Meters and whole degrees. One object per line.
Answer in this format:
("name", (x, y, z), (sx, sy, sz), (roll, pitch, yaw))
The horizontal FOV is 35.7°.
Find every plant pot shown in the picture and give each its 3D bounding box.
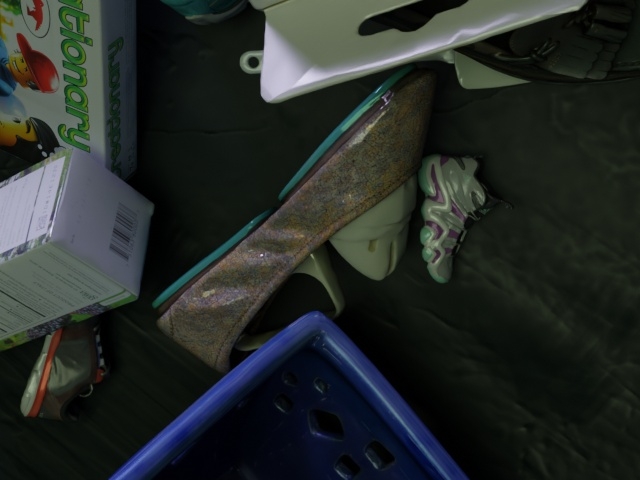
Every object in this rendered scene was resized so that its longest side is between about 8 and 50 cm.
("plant pot", (-0.040, 0.233, 0.727), (0.236, 0.236, 0.212), (49, 143, 5))

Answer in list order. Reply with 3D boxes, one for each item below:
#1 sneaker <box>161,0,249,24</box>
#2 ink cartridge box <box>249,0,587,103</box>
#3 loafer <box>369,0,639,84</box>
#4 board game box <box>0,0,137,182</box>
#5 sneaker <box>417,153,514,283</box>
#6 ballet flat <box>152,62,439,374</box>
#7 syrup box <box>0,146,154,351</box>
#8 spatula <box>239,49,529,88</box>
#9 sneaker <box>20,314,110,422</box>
("sneaker", (-0.098, -0.299, 0.723), (0.107, 0.110, 0.275), (-6, 98, 21))
("ink cartridge box", (0.028, -0.272, 0.577), (0.207, 0.119, 0.353), (-14, 57, 22))
("loafer", (0.119, -0.156, 0.657), (0.267, 0.084, 0.096), (13, 108, 3))
("board game box", (-0.231, -0.192, 0.753), (0.193, 0.053, 0.305), (23, 135, 15))
("sneaker", (0.110, -0.017, 0.739), (0.069, 0.038, 0.098), (-3, 100, 21))
("ballet flat", (0.000, 0.000, 0.754), (0.106, 0.107, 0.316), (49, 122, 1))
("syrup box", (-0.259, 0.022, 0.819), (0.237, 0.096, 0.093), (-22, 48, 30))
("spatula", (0.055, -0.190, 0.707), (0.242, 0.019, 0.168), (-3, 106, 3))
("sneaker", (-0.211, 0.093, 0.878), (0.065, 0.061, 0.158), (22, 110, -13))
